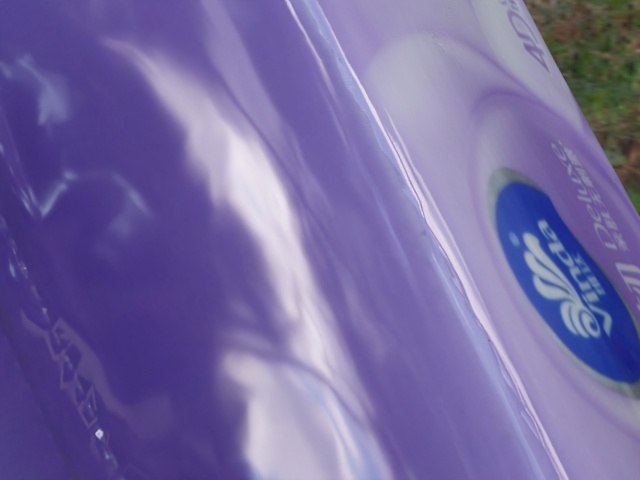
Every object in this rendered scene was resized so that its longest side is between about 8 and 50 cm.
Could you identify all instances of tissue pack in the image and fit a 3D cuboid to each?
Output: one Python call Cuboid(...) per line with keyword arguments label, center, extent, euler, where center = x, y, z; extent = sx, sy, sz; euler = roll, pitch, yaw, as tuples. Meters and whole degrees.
Cuboid(label="tissue pack", center=(-0.017, 0.058, 0.487), extent=(0.242, 0.160, 0.338), euler=(-34, 77, 29))
